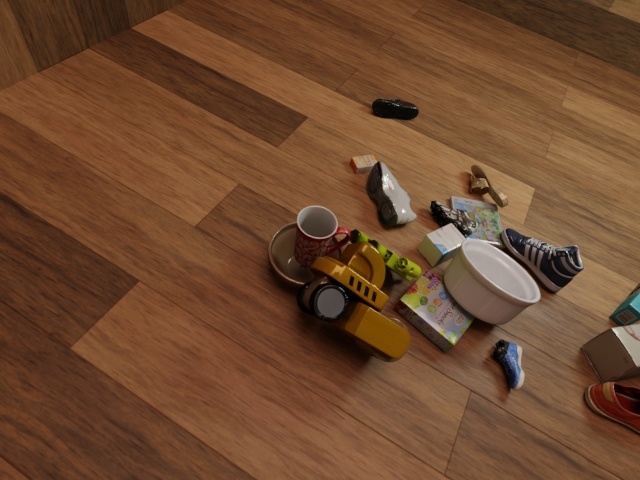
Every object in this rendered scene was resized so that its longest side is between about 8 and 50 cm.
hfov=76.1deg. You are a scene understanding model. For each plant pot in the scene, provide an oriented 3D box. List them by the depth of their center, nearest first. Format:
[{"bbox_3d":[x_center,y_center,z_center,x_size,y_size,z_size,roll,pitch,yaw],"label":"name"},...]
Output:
[{"bbox_3d":[-0.051,0.062,1.294,0.237,0.110,0.237,6,53,-8],"label":"plant pot"}]

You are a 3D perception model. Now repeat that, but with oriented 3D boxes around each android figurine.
[{"bbox_3d":[0.205,0.050,1.289,0.248,0.273,0.056,34,92,47],"label":"android figurine"}]

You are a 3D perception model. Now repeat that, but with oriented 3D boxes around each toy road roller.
[{"bbox_3d":[0.115,0.152,1.120,0.329,0.202,0.240,36,78,-11],"label":"toy road roller"}]

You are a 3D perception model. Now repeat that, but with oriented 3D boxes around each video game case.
[{"bbox_3d":[0.601,-0.073,1.575,0.193,0.023,0.212,9,54,-4],"label":"video game case"}]

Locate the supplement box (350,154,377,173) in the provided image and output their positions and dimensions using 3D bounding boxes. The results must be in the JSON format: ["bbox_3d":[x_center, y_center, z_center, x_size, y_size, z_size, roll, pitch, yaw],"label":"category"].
[{"bbox_3d":[0.177,-0.309,1.651,0.098,0.036,0.062,-11,58,-19],"label":"supplement box"}]

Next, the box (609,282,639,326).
[{"bbox_3d":[1.125,0.206,1.431,0.244,0.100,0.060,-28,64,-28],"label":"box"}]

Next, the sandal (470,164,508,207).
[{"bbox_3d":[0.647,-0.212,1.649,0.079,0.088,0.240,-26,53,0],"label":"sandal"}]

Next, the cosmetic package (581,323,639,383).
[{"bbox_3d":[1.013,0.342,1.282,0.296,0.153,0.129,-4,54,-16],"label":"cosmetic package"}]

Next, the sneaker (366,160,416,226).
[{"bbox_3d":[0.265,-0.174,1.548,0.129,0.111,0.297,4,57,-28],"label":"sneaker"}]

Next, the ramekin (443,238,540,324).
[{"bbox_3d":[0.527,0.133,1.294,0.277,0.135,0.277,21,33,-15],"label":"ramekin"}]

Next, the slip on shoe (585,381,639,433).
[{"bbox_3d":[0.956,0.499,1.188,0.331,0.101,0.123,21,52,2],"label":"slip on shoe"}]

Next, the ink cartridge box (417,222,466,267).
[{"bbox_3d":[0.434,0.014,1.437,0.143,0.090,0.092,-21,62,-25],"label":"ink cartridge box"}]

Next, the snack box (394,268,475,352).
[{"bbox_3d":[0.368,0.216,1.292,0.207,0.070,0.174,41,56,15],"label":"snack box"}]

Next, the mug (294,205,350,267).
[{"bbox_3d":[-0.006,0.005,1.170,0.150,0.169,0.113,29,54,9],"label":"mug"}]

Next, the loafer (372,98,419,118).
[{"bbox_3d":[0.339,-0.609,1.882,0.220,0.080,0.078,8,44,-12],"label":"loafer"}]

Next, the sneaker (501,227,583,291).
[{"bbox_3d":[0.787,0.031,1.447,0.099,0.153,0.282,-21,63,-36],"label":"sneaker"}]

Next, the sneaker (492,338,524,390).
[{"bbox_3d":[0.557,0.367,1.226,0.084,0.058,0.152,25,49,0],"label":"sneaker"}]

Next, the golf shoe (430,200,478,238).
[{"bbox_3d":[0.493,-0.087,1.520,0.094,0.077,0.198,-27,57,-19],"label":"golf shoe"}]
